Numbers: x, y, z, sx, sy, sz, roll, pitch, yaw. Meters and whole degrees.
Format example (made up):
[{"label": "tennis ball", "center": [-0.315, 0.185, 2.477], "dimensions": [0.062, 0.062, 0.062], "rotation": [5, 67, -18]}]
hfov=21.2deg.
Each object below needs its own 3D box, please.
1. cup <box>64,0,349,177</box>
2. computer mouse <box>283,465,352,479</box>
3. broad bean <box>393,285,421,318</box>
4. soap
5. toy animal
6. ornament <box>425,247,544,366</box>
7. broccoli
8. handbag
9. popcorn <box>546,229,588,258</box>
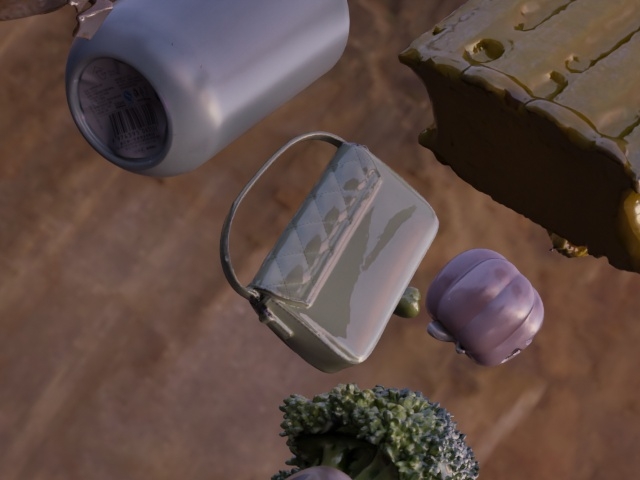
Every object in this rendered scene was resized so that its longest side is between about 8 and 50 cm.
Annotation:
[{"label": "cup", "center": [-0.129, -0.210, 1.895], "dimensions": [0.205, 0.312, 0.205], "rotation": [18, -52, 25]}, {"label": "computer mouse", "center": [-0.012, 0.289, 1.478], "dimensions": [0.082, 0.145, 0.236], "rotation": [51, 8, -20]}, {"label": "broad bean", "center": [0.106, 0.085, 2.444], "dimensions": [0.083, 0.045, 0.063], "rotation": [10, -16, 22]}, {"label": "soap", "center": [0.283, -0.157, 1.541], "dimensions": [0.293, 0.335, 0.156], "rotation": [29, -32, 39]}, {"label": "toy animal", "center": [-0.267, -0.280, 1.641], "dimensions": [0.179, 0.188, 0.089], "rotation": [34, -26, 21]}, {"label": "ornament", "center": [0.236, 0.105, 2.527], "dimensions": [0.177, 0.177, 0.177], "rotation": [34, -11, 7]}, {"label": "broccoli", "center": [0.048, 0.289, 2.057], "dimensions": [0.260, 0.288, 0.235], "rotation": [6, 34, -10]}, {"label": "handbag", "center": [0.000, 0.000, 1.882], "dimensions": [0.219, 0.256, 0.079], "rotation": [42, -33, -16]}, {"label": "popcorn", "center": [0.253, -0.023, 1.639], "dimensions": [0.084, 0.084, 0.084], "rotation": [34, -11, 7]}]
